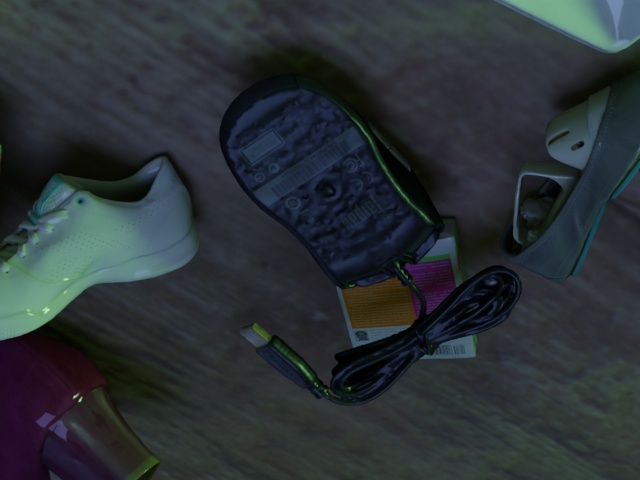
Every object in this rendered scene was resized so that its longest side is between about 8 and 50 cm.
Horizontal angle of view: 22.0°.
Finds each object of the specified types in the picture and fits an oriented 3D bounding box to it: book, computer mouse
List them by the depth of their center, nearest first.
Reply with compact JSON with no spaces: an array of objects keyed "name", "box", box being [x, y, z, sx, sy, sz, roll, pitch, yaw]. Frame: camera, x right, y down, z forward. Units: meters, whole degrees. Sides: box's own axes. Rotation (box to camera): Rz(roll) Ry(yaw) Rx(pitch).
[{"name":"computer mouse","box":[0.000,0.000,1.165,0.184,0.060,0.262,-38,117,19]},{"name":"book","box":[0.064,0.041,1.253,0.096,0.035,0.144,-2,138,11]}]

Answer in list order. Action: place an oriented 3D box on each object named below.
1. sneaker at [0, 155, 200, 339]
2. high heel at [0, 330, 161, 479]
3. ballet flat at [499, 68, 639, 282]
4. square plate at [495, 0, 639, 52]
[{"name":"sneaker","box":[-0.195,-0.001,1.189,0.212,0.080,0.094,-24,127,-18]},{"name":"high heel","box":[-0.261,0.200,1.495,0.181,0.127,0.377,47,142,6]},{"name":"ballet flat","box":[0.171,-0.048,1.095,0.068,0.072,0.213,19,140,-2]},{"name":"square plate","box":[0.139,-0.261,0.833,0.344,0.049,0.347,22,140,-28]}]
